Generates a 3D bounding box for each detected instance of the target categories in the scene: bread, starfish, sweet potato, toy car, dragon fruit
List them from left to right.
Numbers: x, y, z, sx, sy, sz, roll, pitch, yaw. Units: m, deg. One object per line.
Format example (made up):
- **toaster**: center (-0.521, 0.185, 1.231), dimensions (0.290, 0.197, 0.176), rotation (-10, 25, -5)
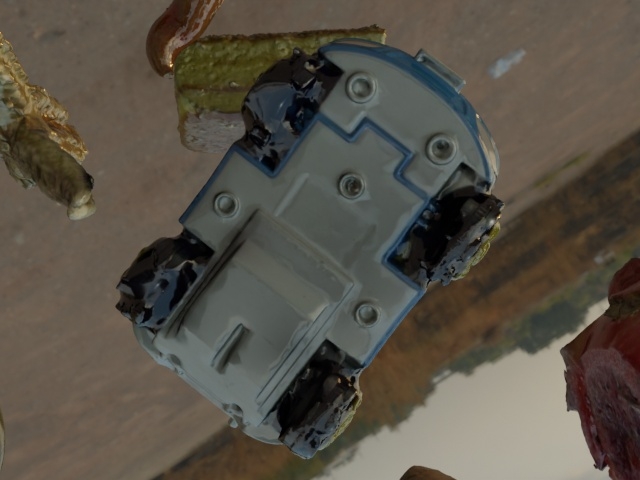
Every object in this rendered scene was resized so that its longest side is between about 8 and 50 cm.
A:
- **starfish**: center (-0.258, -0.157, 0.781), dimensions (0.082, 0.324, 0.432), rotation (-27, -159, -5)
- **sweet potato**: center (-0.115, -0.249, 1.001), dimensions (0.202, 0.055, 0.058), rotation (-61, 155, -10)
- **bread**: center (-0.044, -0.160, 1.141), dimensions (0.234, 0.111, 0.184), rotation (-5, 174, -6)
- **toy car**: center (0.000, 0.000, 0.761), dimensions (0.314, 0.198, 0.166), rotation (-54, 177, 13)
- **dragon fruit**: center (0.372, 0.114, 0.845), dimensions (0.291, 0.250, 0.269), rotation (-15, -172, -12)

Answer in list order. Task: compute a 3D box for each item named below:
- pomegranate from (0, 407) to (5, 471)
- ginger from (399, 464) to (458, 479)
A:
- **pomegranate**: center (-0.267, 0.103, 0.573), dimensions (0.159, 0.159, 0.205), rotation (-26, -154, -33)
- **ginger**: center (0.160, 0.280, 0.952), dimensions (0.137, 0.213, 0.074), rotation (1, 104, -45)
